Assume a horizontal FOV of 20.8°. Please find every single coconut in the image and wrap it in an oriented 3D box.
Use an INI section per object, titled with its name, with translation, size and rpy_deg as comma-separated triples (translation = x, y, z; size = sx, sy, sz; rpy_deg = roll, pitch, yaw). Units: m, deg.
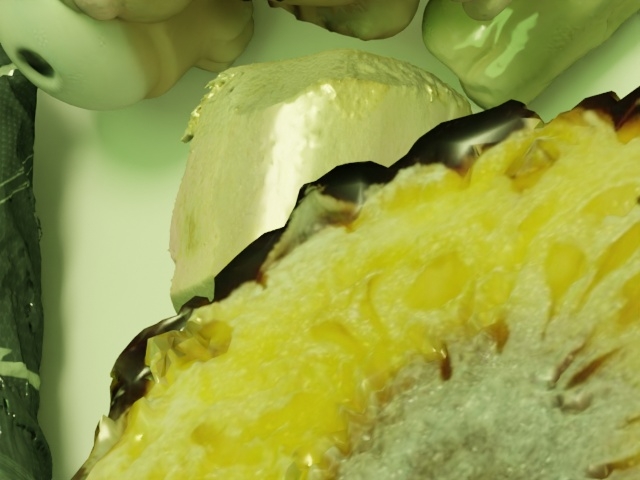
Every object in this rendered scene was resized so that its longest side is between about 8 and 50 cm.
[coconut]
translation = 0.000, 0.000, 0.645
size = 0.116, 0.116, 0.122
rpy_deg = -5, 71, 32

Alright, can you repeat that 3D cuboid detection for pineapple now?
[pineapple]
translation = 0.086, 0.136, 0.464
size = 0.262, 0.272, 0.262
rpy_deg = -22, 38, 18

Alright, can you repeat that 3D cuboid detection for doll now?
[doll]
translation = -0.045, -0.129, 0.668
size = 0.278, 0.154, 0.119
rpy_deg = -3, 43, 50

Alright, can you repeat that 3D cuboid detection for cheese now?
[cheese]
translation = 0.118, -0.125, 0.643
size = 0.194, 0.043, 0.065
rpy_deg = -44, 66, 15

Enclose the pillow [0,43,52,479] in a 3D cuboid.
[pillow]
translation = -0.181, 0.049, 0.763
size = 0.161, 0.092, 0.335
rpy_deg = -14, 70, 24
